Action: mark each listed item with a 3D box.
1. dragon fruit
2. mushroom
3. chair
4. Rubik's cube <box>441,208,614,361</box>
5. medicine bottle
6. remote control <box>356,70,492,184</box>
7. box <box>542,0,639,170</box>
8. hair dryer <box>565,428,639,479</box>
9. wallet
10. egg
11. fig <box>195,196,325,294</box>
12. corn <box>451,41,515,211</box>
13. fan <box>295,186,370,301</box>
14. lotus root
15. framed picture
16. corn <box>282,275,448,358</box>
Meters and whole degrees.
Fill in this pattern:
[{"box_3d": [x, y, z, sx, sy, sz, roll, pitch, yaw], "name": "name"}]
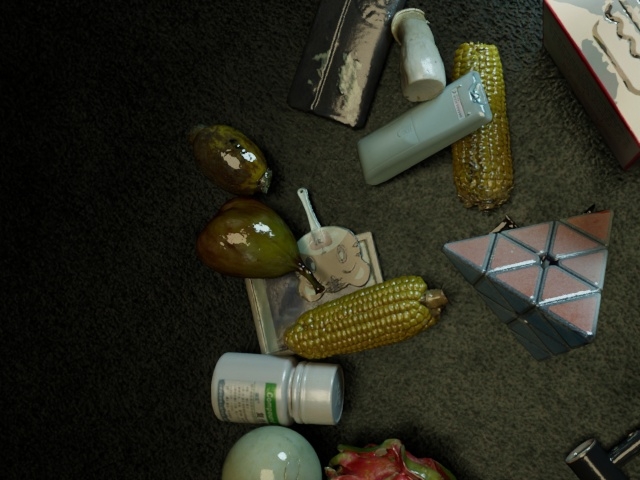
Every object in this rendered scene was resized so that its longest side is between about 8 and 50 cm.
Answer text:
[{"box_3d": [0.132, 0.489, 1.500, 0.303, 0.237, 0.231, 20, 72, 25], "name": "dragon fruit"}, {"box_3d": [0.178, -0.354, 1.543, 0.081, 0.092, 0.223, -7, 51, 1], "name": "mushroom"}, {"box_3d": [0.389, -0.024, 1.524, 0.212, 0.084, 0.101, -45, 82, 9], "name": "chair"}, {"box_3d": [0.383, 0.080, 1.427, 0.229, 0.228, 0.233, -24, 72, 41], "name": "Rubik's cube"}, {"box_3d": [-0.079, 0.289, 1.605, 0.237, 0.139, 0.139, 2, 88, 13], "name": "medicine bottle"}, {"box_3d": [0.180, -0.204, 1.543, 0.293, 0.051, 0.103, -27, 68, 37], "name": "remote control"}, {"box_3d": [0.568, -0.325, 1.370, 0.300, 0.312, 0.314, -31, 82, 12], "name": "box"}, {"box_3d": [0.576, 0.369, 1.473, 0.255, 0.070, 0.128, -37, 80, 6], "name": "hair dryer"}, {"box_3d": [0.054, -0.394, 1.643, 0.170, 0.044, 0.321, 20, 93, 13], "name": "wallet"}, {"box_3d": [-0.091, 0.443, 1.552, 0.187, 0.253, 0.186, 4, 64, -8], "name": "egg"}, {"box_3d": [-0.105, 0.021, 1.603, 0.274, 0.170, 0.145, 29, 130, 15], "name": "fig"}, {"box_3d": [0.293, -0.209, 1.544, 0.115, 0.115, 0.317, -4, 85, 14], "name": "corn"}, {"box_3d": [0.000, 0.000, 1.641, 0.153, 0.008, 0.226, -21, 83, 14], "name": "fan"}, {"box_3d": [-0.186, -0.163, 1.656, 0.209, 0.120, 0.120, 36, 97, 13], "name": "lotus root"}, {"box_3d": [-0.007, 0.113, 1.652, 0.281, 0.019, 0.208, -17, 84, 14], "name": "framed picture"}, {"box_3d": [0.083, 0.149, 1.560, 0.322, 0.119, 0.119, -21, 83, 18], "name": "corn"}]
